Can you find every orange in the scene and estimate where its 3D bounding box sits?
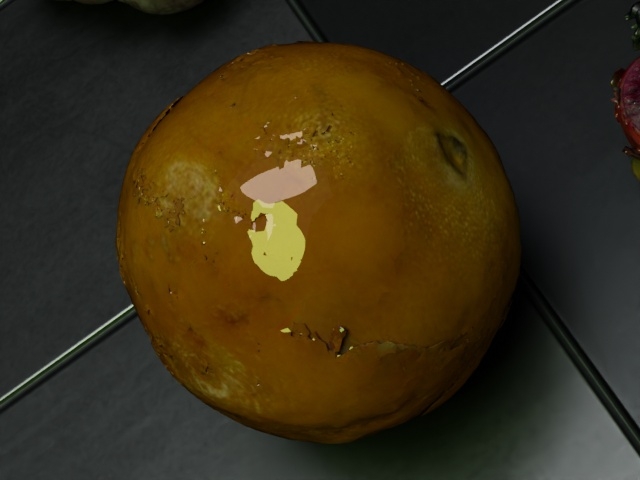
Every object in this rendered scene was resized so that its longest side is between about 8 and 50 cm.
[{"bbox_3d":[0.000,0.000,1.064,0.240,0.240,0.240,-11,60,20],"label":"orange"}]

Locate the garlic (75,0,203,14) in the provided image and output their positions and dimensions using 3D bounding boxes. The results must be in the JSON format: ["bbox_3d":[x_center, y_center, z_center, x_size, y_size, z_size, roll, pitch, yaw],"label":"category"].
[{"bbox_3d":[-0.154,-0.280,1.332,0.245,0.160,0.245,-6,69,16],"label":"garlic"}]

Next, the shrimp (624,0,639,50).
[{"bbox_3d":[0.291,-0.152,1.092,0.219,0.046,0.152,-28,51,-20],"label":"shrimp"}]

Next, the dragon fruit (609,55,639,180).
[{"bbox_3d":[0.233,-0.071,1.096,0.112,0.068,0.126,-9,46,3],"label":"dragon fruit"}]
